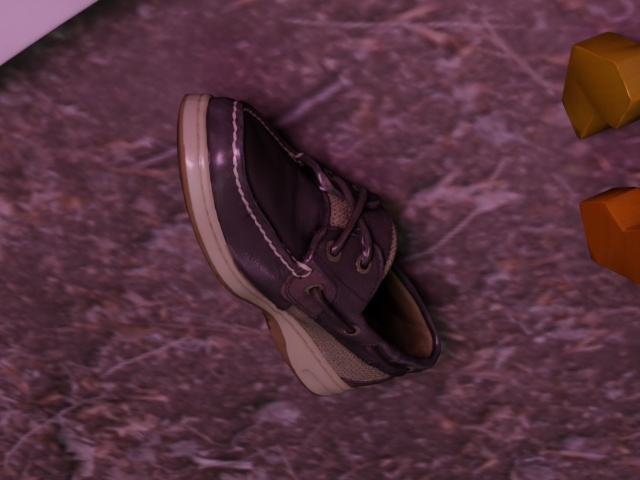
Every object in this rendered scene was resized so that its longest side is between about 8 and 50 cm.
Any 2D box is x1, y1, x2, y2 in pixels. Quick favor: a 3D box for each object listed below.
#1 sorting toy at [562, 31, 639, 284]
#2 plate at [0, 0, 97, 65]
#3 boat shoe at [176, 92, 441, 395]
[{"bbox_3d":[0.178,-0.026,0.658,0.041,0.307,0.229,-22,113,-17],"label":"sorting toy"},{"bbox_3d":[-0.228,-0.153,0.710,0.277,0.045,0.278,35,138,-30],"label":"plate"},{"bbox_3d":[0.000,0.001,0.849,0.073,0.080,0.223,-9,146,15],"label":"boat shoe"}]
